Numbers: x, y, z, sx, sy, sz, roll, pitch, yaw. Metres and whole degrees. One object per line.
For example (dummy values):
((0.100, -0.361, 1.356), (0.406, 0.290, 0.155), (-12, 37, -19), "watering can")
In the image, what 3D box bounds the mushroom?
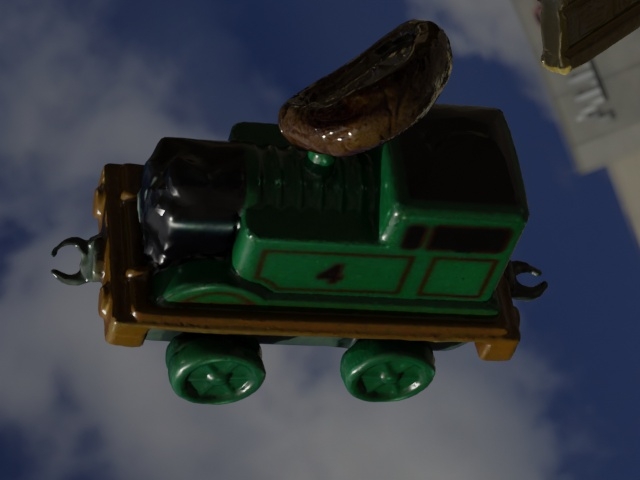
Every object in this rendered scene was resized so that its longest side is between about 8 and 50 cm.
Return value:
((0.031, -0.088, 1.033), (0.052, 0.123, 0.123), (56, -141, -16), "mushroom")

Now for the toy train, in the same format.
((0.000, 0.000, 1.386), (0.429, 0.249, 0.178), (3, -128, -16), "toy train")

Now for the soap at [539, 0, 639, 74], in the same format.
((0.302, -0.255, 1.648), (0.252, 0.037, 0.092), (-35, -47, -31), "soap")
